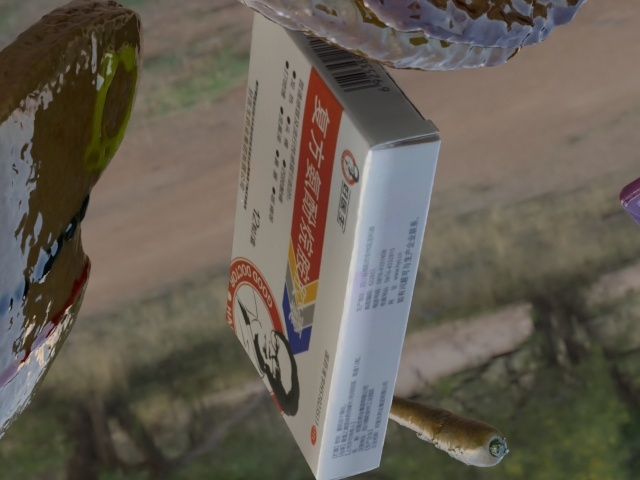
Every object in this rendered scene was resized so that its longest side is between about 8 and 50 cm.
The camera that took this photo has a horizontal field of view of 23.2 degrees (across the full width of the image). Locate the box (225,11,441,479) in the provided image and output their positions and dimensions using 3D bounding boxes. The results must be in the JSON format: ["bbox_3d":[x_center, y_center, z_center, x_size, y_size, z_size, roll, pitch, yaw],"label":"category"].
[{"bbox_3d":[0.000,0.000,1.260,0.069,0.214,0.353,-13,134,-21],"label":"box"}]

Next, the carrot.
[{"bbox_3d":[0.111,0.194,1.679,0.049,0.049,0.254,-13,-162,-32],"label":"carrot"}]

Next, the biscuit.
[{"bbox_3d":[-0.181,-0.010,1.022,0.052,0.277,0.262,17,-150,12],"label":"biscuit"}]

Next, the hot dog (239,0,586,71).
[{"bbox_3d":[0.031,-0.258,0.969,0.388,0.267,0.174,25,-170,-19],"label":"hot dog"}]

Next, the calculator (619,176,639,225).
[{"bbox_3d":[0.345,-0.029,1.327,0.127,0.034,0.190,-29,139,24],"label":"calculator"}]
